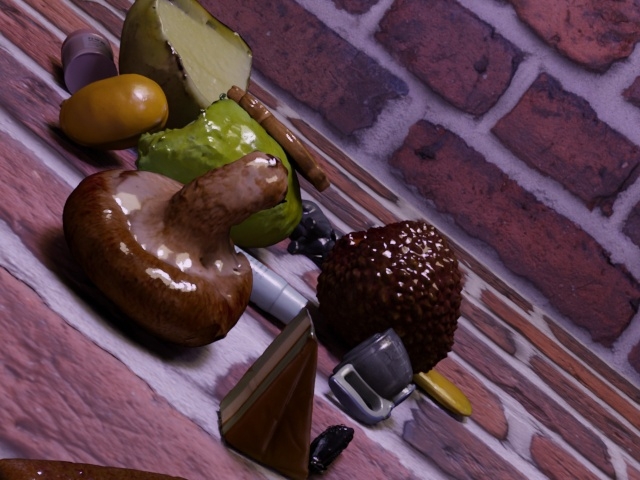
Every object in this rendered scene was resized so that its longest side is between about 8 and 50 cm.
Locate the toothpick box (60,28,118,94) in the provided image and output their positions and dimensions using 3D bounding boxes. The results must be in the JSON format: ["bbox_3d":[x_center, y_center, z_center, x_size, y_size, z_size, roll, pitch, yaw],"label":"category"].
[{"bbox_3d":[-0.432,-0.328,1.970,0.098,0.098,0.149,31,15,-27],"label":"toothpick box"}]

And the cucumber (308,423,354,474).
[{"bbox_3d":[0.005,0.255,1.267,0.043,0.039,0.163,-1,5,17],"label":"cucumber"}]

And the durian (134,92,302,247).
[{"bbox_3d":[-0.148,-0.108,1.742,0.340,0.204,0.256,37,8,-24],"label":"durian"}]

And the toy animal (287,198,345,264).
[{"bbox_3d":[-0.004,0.000,2.033,0.269,0.082,0.137,45,15,32],"label":"toy animal"}]

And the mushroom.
[{"bbox_3d":[-0.195,-0.011,1.320,0.267,0.254,0.267,14,0,0],"label":"mushroom"}]

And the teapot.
[{"bbox_3d":[0.085,0.198,1.532,0.108,0.111,0.149,53,8,4],"label":"teapot"}]

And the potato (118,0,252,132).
[{"bbox_3d":[-0.285,-0.305,1.938,0.280,0.213,0.330,47,26,-35],"label":"potato"}]

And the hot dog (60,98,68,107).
[{"bbox_3d":[-0.407,-0.217,1.795,0.090,0.034,0.030,45,14,34],"label":"hot dog"}]

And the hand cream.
[{"bbox_3d":[-0.163,0.012,1.605,0.331,0.058,0.085,38,14,1],"label":"hand cream"}]

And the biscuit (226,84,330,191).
[{"bbox_3d":[-0.070,-0.176,1.797,0.249,0.035,0.184,45,-4,43],"label":"biscuit"}]

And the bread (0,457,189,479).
[{"bbox_3d":[-0.079,0.270,0.809,0.416,0.113,0.165,25,19,-50],"label":"bread"}]

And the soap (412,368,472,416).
[{"bbox_3d":[0.193,0.245,1.821,0.168,0.033,0.089,36,10,-3],"label":"soap"}]

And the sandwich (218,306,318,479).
[{"bbox_3d":[-0.021,0.173,1.184,0.113,0.163,0.079,34,13,-22],"label":"sandwich"}]

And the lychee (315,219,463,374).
[{"bbox_3d":[0.123,0.100,1.724,0.271,0.271,0.271,36,13,-9],"label":"lychee"}]

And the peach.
[{"bbox_3d":[-0.327,-0.201,1.682,0.179,0.179,0.103,4,75,-68],"label":"peach"}]
